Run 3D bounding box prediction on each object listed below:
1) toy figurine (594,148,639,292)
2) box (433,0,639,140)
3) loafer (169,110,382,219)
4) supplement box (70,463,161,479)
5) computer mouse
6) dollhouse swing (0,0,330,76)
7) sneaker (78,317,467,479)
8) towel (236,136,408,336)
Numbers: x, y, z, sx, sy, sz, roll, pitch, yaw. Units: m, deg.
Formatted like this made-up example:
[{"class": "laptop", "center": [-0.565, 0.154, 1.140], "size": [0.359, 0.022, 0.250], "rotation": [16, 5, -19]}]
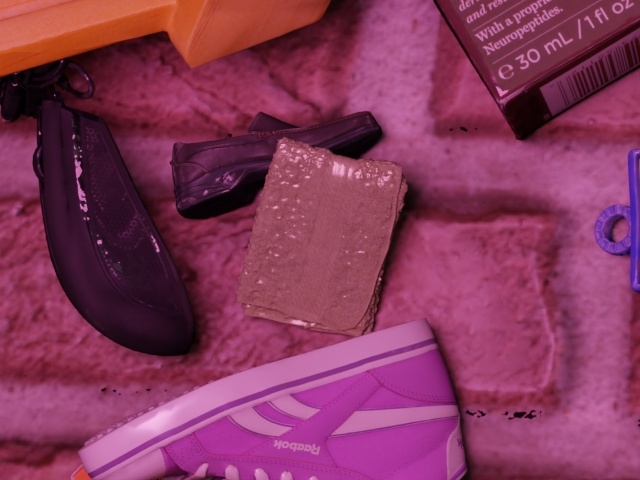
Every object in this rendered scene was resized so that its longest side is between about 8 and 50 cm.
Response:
[{"class": "toy figurine", "center": [0.268, -0.051, 1.388], "size": [0.217, 0.191, 0.362], "rotation": [-13, 74, 45]}, {"class": "box", "center": [0.128, -0.290, 1.472], "size": [0.191, 0.143, 0.381], "rotation": [-31, 75, 5]}, {"class": "loafer", "center": [-0.038, -0.072, 1.511], "size": [0.170, 0.062, 0.061], "rotation": [-18, 74, 7]}, {"class": "supplement box", "center": [-0.080, 0.242, 1.463], "size": [0.080, 0.078, 0.233], "rotation": [-43, 76, 2]}, {"class": "computer mouse", "center": [-0.184, -0.025, 1.485], "size": [0.072, 0.188, 0.272], "rotation": [-26, 88, -20]}, {"class": "dollhouse swing", "center": [-0.174, -0.320, 1.388], "size": [0.347, 0.305, 0.315], "rotation": [56, 136, 32]}, {"class": "sneaker", "center": [-0.022, 0.166, 1.413], "size": [0.282, 0.102, 0.161], "rotation": [-15, 85, -17]}, {"class": "towel", "center": [0.000, 0.000, 1.479], "size": [0.110, 0.027, 0.148], "rotation": [13, 112, 1]}]
